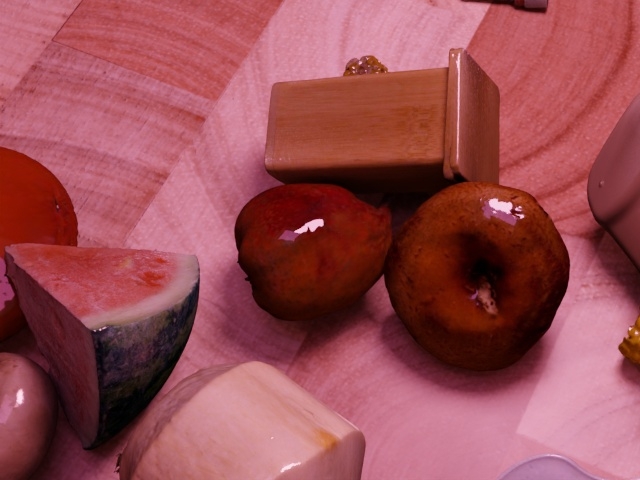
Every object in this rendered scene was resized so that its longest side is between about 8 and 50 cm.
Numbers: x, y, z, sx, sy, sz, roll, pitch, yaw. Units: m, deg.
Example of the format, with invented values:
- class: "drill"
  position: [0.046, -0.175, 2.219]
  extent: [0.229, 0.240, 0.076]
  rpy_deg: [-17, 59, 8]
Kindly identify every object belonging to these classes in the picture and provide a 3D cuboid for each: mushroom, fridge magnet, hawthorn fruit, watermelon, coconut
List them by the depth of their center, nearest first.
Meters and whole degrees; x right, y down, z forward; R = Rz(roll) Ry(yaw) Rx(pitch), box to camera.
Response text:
- class: "coconut"
  position: [-0.086, 0.314, 1.523]
  extent: [0.323, 0.323, 0.323]
  rpy_deg: [-2, 59, 3]
- class: "mushroom"
  position: [-0.461, 0.240, 1.635]
  extent: [0.204, 0.204, 0.204]
  rpy_deg: [-2, 59, 3]
- class: "watermelon"
  position: [-0.284, 0.089, 1.645]
  extent: [0.292, 0.250, 0.283]
  rpy_deg: [47, 48, -15]
- class: "mushroom"
  position: [0.216, 0.048, 1.702]
  extent: [0.267, 0.254, 0.267]
  rpy_deg: [0, 91, -1]
- class: "hawthorn fruit"
  position: [0.000, 0.000, 1.743]
  extent: [0.248, 0.208, 0.208]
  rpy_deg: [-28, 61, -2]
- class: "fridge magnet"
  position: [-0.539, 0.015, 1.811]
  extent: [0.363, 0.155, 0.363]
  rpy_deg: [-2, 58, 3]

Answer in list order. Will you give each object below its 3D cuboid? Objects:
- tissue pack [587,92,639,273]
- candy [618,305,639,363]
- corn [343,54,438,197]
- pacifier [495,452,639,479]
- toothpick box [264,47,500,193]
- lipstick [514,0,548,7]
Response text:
- class: "tissue pack"
  position: [0.566, -0.027, 1.643]
  extent: [0.277, 0.267, 0.387]
  rpy_deg: [7, 35, -22]
- class: "candy"
  position: [0.518, 0.159, 1.675]
  extent: [0.199, 0.094, 0.106]
  rpy_deg: [30, 30, 12]
- class: "corn"
  position: [0.133, -0.172, 1.907]
  extent: [0.097, 0.097, 0.320]
  rpy_deg: [-32, 63, -14]
- class: "pacifier"
  position: [0.326, 0.387, 1.483]
  extent: [0.287, 0.226, 0.238]
  rpy_deg: [16, 80, 15]
- class: "toothpick box"
  position: [0.090, -0.154, 1.777]
  extent: [0.308, 0.187, 0.190]
  rpy_deg: [-2, 78, 25]
- class: "lipstick"
  position: [0.296, -0.432, 2.072]
  extent: [0.186, 0.057, 0.063]
  rpy_deg: [5, 60, 14]
